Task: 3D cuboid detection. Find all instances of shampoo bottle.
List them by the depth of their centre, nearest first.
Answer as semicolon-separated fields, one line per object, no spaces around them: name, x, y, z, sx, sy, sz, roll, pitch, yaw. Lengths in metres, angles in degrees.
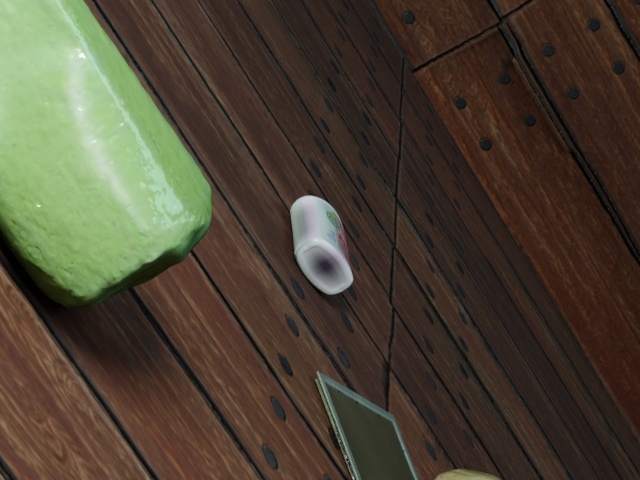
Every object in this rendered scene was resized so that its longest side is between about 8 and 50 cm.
shampoo bottle;0.000;0.000;1.816;0.072;0.043;0.099;53;16;-31

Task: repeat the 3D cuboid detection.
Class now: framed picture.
framed picture;0.054;0.203;1.677;0.183;0.011;0.142;36;28;-59

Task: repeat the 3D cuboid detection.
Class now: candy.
candy;-0.197;-0.119;1.163;0.343;0.132;0.142;59;22;-12

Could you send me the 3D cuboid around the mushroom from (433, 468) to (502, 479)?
mushroom;0.132;0.267;1.614;0.148;0.112;0.148;-16;90;-76
